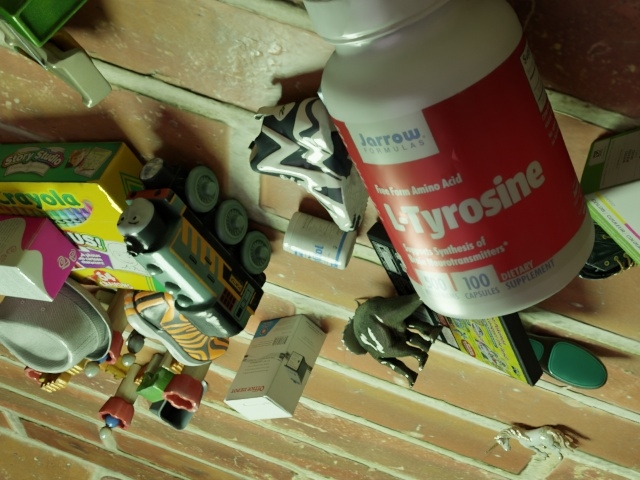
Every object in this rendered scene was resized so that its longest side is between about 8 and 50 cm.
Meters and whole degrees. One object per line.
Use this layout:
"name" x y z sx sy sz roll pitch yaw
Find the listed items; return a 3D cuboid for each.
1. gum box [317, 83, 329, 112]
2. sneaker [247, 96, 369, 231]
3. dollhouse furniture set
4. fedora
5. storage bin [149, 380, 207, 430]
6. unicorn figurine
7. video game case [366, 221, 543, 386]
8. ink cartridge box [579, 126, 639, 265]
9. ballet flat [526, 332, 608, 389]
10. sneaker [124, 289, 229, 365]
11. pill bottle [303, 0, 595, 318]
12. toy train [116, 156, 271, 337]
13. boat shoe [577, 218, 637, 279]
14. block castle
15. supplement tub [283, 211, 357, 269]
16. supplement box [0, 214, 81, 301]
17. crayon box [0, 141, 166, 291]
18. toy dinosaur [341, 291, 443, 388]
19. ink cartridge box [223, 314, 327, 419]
"gum box" 0.110 -0.159 1.345 0.184 0.041 0.157 2 144 30
"sneaker" -0.026 -0.110 1.467 0.153 0.094 0.235 7 147 28
"dollhouse furniture set" -0.371 -0.336 1.368 0.197 0.151 0.301 37 172 16
"fedora" -0.546 0.167 1.986 0.275 0.124 0.243 21 136 18
"storage bin" -0.349 0.387 2.463 0.098 0.135 0.091 40 158 -27
"unicorn figurine" 0.428 0.403 2.028 0.111 0.060 0.162 37 131 -23
"video game case" 0.216 0.102 1.614 0.248 0.035 0.275 24 155 42
"ink cartridge box" 0.468 -0.060 1.204 0.189 0.097 0.255 39 147 -26
"ballet flat" 0.382 0.194 1.721 0.213 0.072 0.068 19 177 8
"sneaker" -0.228 0.157 2.005 0.180 0.124 0.321 -17 155 20
"pill bottle" 0.142 -0.130 1.137 0.229 0.229 0.407 -4 125 39
"toy train" -0.207 0.016 1.693 0.142 0.190 0.334 -1 143 35
"boat shoe" 0.412 0.021 1.385 0.183 0.083 0.065 12 149 18
"block castle" -0.472 0.298 2.309 0.303 0.213 0.453 36 148 -21
"supplement tub" 0.000 0.000 1.647 0.107 0.071 0.071 17 150 9
"supplement box" -0.562 0.027 1.828 0.220 0.111 0.114 4 144 36
"crayon box" -0.425 -0.040 1.836 0.363 0.106 0.313 2 145 33
"toy dinosaur" 0.111 0.153 1.696 0.160 0.121 0.313 25 164 6
"ink cartridge box" -0.089 0.250 1.990 0.082 0.190 0.140 41 146 -28
